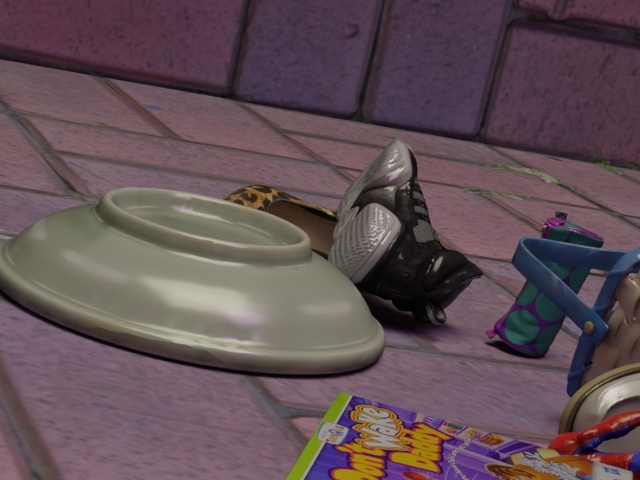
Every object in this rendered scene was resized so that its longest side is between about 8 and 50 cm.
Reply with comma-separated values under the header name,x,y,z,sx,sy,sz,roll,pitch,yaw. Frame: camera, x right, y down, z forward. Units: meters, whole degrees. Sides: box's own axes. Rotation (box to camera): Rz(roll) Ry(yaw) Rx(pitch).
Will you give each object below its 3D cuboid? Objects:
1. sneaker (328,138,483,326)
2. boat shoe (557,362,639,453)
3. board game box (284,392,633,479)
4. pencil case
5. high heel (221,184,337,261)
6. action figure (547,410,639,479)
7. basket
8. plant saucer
name,x,y,z,sx,sy,sz,roll,pitch,yaw
sneaker,0.098,-0.001,2.158,0.153,0.101,0.268,39,28,-12
boat shoe,0.345,0.177,1.685,0.302,0.113,0.103,10,9,-31
board game box,0.089,0.209,1.333,0.233,0.078,0.347,14,12,6
pencil case,0.240,0.048,2.098,0.070,0.152,0.064,20,13,-16
high heel,0.000,0.000,2.190,0.186,0.093,0.261,13,1,32
action figure,0.285,0.174,1.525,0.280,0.091,0.139,-8,7,43
basket,0.350,0.087,1.904,0.254,0.201,0.289,4,24,-33
plant saucer,-0.122,0.022,1.950,0.400,0.101,0.400,13,11,-2
